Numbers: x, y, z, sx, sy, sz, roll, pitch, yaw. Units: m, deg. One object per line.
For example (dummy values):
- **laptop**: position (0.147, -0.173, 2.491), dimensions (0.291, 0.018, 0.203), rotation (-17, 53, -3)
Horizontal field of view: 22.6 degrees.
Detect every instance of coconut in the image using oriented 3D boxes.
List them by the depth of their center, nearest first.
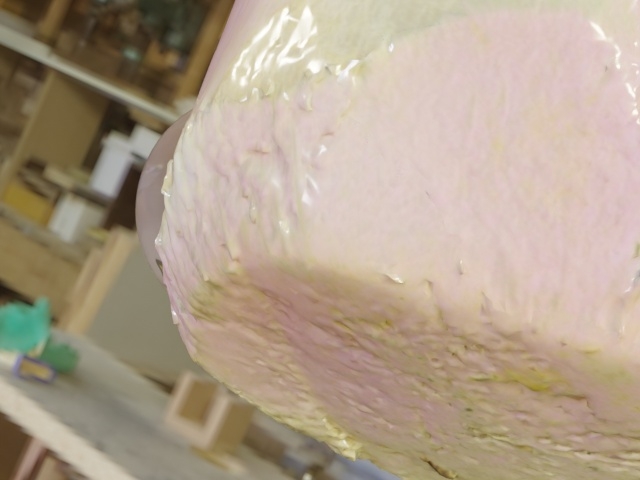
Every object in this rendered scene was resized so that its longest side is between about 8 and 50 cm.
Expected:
- **coconut**: position (0.082, -0.051, 0.523), dimensions (0.233, 0.245, 0.233), rotation (18, -27, 10)

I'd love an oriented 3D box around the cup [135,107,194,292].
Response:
- **cup**: position (0.000, 0.000, 1.150), dimensions (0.253, 0.191, 0.200), rotation (40, -15, -24)
